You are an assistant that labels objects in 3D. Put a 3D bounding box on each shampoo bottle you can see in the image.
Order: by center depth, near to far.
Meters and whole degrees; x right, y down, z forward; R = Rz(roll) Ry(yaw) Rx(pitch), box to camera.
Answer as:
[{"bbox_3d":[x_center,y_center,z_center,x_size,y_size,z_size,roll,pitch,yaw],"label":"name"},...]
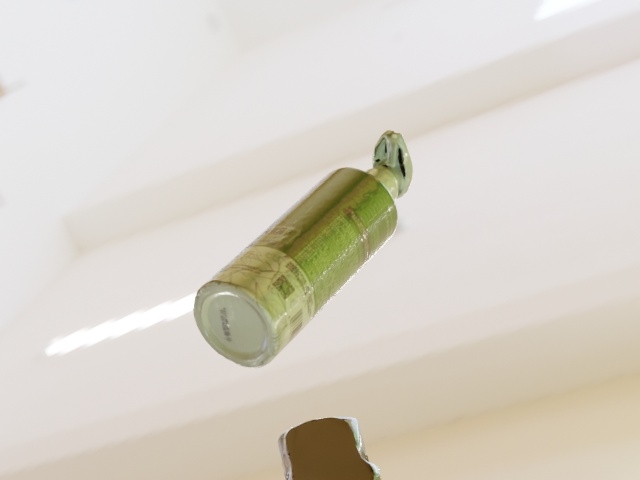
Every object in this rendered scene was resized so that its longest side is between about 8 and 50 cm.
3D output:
[{"bbox_3d":[0.000,0.000,1.021,0.065,0.065,0.204,-12,-159,39],"label":"shampoo bottle"}]

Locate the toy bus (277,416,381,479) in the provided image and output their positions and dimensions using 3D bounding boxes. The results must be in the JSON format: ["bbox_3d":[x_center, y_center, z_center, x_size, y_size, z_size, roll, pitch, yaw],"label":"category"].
[{"bbox_3d":[0.018,0.181,0.882,0.057,0.072,0.172,-13,-133,-4],"label":"toy bus"}]
